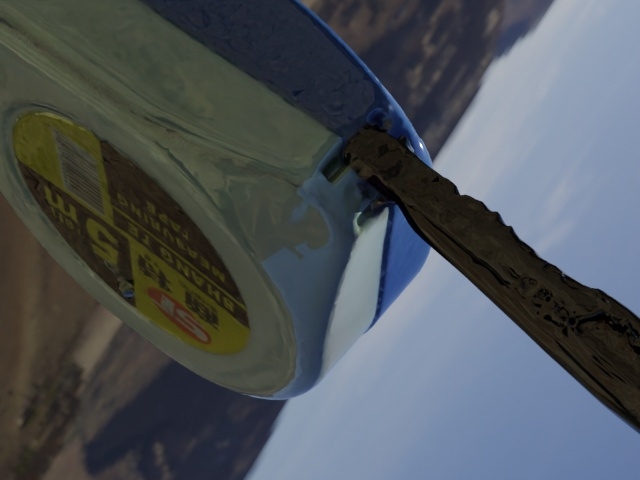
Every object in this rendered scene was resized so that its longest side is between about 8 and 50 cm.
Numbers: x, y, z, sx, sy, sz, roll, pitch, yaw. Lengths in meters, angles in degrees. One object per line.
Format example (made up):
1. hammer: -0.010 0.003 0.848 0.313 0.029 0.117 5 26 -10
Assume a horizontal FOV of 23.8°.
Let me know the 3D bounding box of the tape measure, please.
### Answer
1. tape measure: 0.000 0.000 0.594 0.098 0.351 0.215 -45 160 -23
